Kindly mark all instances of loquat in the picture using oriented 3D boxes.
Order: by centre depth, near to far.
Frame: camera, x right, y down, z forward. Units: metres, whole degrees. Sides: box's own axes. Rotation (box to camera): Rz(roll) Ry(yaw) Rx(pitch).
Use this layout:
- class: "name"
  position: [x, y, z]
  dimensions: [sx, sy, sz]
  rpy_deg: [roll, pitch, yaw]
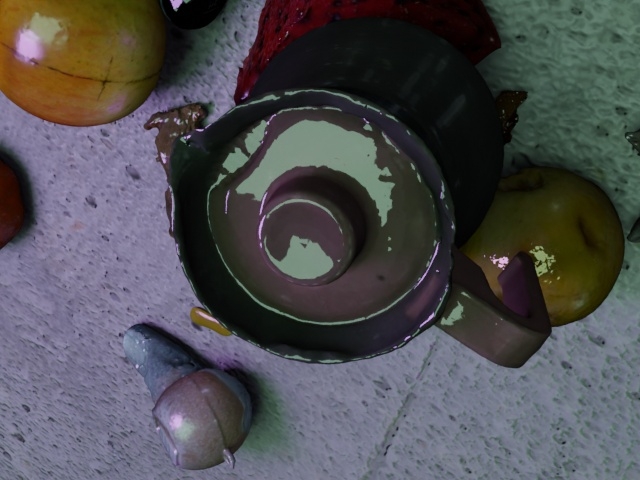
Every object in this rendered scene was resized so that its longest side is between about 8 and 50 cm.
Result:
- class: "loquat"
  position: [0.269, 0.016, 0.903]
  dimensions: [0.213, 0.213, 0.213]
  rpy_deg: [9, 112, 23]

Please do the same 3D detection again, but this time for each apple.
- class: "apple"
  position: [-0.356, -0.300, 1.040]
  dimensions: [0.286, 0.233, 0.286]
  rpy_deg: [5, 95, 61]

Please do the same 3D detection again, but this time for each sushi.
- class: "sushi"
  position: [0.236, -0.151, 0.944]
  dimensions: [0.047, 0.050, 0.099]
  rpy_deg: [30, 130, 6]

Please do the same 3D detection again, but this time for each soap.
- class: "soap"
  position: [-0.196, 0.146, 1.284]
  dimensions: [0.089, 0.012, 0.034]
  rpy_deg: [20, 116, 18]

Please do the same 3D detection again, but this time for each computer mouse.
- class: "computer mouse"
  position: [-0.164, -0.408, 0.989]
  dimensions: [0.096, 0.137, 0.233]
  rpy_deg: [34, 121, 6]

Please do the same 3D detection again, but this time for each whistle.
- class: "whistle"
  position: [-0.239, 0.270, 1.292]
  dimensions: [0.348, 0.189, 0.189]
  rpy_deg: [44, 124, 32]

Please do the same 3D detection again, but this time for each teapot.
- class: "teapot"
  position: [0.055, -0.036, 0.716]
  dimensions: [0.376, 0.362, 0.306]
  rpy_deg: [34, 115, 0]

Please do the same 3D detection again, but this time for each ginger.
- class: "ginger"
  position: [-0.208, -0.076, 1.180]
  dimensions: [0.122, 0.084, 0.290]
  rpy_deg: [-8, 102, 6]

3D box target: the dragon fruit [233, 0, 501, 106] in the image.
- class: "dragon fruit"
  position: [-0.001, -0.278, 0.904]
  dimensions: [0.330, 0.240, 0.302]
  rpy_deg: [-35, 72, 25]

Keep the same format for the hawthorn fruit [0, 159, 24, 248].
- class: "hawthorn fruit"
  position: [-0.675, -0.060, 1.324]
  dimensions: [0.235, 0.263, 0.231]
  rpy_deg: [-25, 121, 5]

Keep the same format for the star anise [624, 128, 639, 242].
- class: "star anise"
  position: [0.481, -0.060, 0.828]
  dimensions: [0.257, 0.110, 0.198]
  rpy_deg: [13, 129, 29]
